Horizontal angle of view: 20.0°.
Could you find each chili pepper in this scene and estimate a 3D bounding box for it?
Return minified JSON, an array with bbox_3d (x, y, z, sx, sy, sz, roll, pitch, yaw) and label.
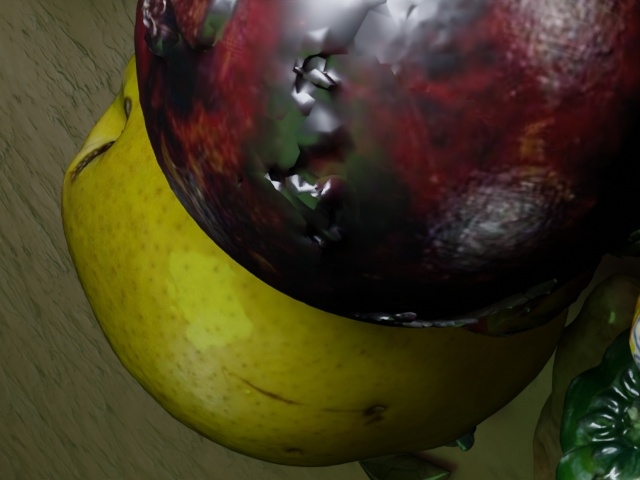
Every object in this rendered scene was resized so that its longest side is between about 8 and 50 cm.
[{"bbox_3d":[0.289,0.208,1.340,0.385,0.167,0.213,41,-169,-48],"label":"chili pepper"}]

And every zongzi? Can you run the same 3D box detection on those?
[{"bbox_3d":[0.092,0.244,1.996,0.104,0.052,0.113,50,142,18],"label":"zongzi"}]

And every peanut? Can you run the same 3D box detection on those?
[{"bbox_3d":[0.242,0.138,1.504,0.253,0.122,0.137,90,179,-48],"label":"peanut"}]

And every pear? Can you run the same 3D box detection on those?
[{"bbox_3d":[0.000,0.000,1.455,0.418,0.362,0.362,34,160,-18],"label":"pear"}]

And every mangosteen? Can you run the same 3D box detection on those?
[{"bbox_3d":[0.076,-0.124,1.145,0.381,0.381,0.421,34,-175,33],"label":"mangosteen"}]

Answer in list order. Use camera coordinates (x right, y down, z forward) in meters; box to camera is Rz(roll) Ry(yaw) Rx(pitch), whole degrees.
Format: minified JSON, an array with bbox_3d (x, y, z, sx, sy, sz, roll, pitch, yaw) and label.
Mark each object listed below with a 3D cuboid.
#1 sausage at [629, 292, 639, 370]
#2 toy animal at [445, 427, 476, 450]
[{"bbox_3d":[0.338,0.091,1.155,0.347,0.123,0.123,24,163,-20],"label":"sausage"},{"bbox_3d":[0.117,0.109,1.731,0.070,0.079,0.253,10,138,25],"label":"toy animal"}]
